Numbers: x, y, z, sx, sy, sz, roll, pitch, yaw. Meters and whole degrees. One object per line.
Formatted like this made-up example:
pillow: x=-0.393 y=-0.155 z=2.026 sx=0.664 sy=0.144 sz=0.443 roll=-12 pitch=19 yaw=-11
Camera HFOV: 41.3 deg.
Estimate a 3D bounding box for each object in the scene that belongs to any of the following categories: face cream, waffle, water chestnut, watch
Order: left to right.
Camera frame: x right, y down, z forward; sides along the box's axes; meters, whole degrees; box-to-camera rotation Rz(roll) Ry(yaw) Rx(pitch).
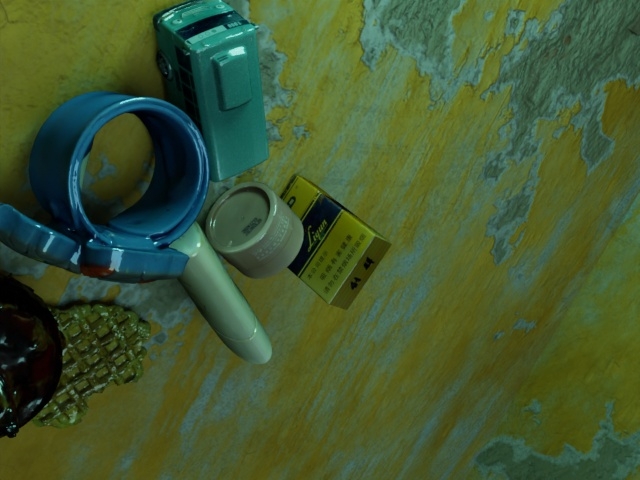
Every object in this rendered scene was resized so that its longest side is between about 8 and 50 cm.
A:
water chestnut: x=-0.505 y=0.180 z=1.229 sx=0.300 sy=0.300 sz=0.300 roll=-24 pitch=133 yaw=-28
waffle: x=-0.432 y=0.223 z=1.502 sx=0.291 sy=0.051 sz=0.291 roll=-25 pitch=134 yaw=-29
watch: x=-0.330 y=-0.089 z=1.251 sx=0.305 sy=0.241 sz=0.274 roll=12 pitch=95 yaw=-48
face cream: x=-0.197 y=0.080 z=1.511 sx=0.081 sy=0.173 sz=0.348 roll=-39 pitch=140 yaw=-12
face cream: x=-0.118 y=-0.018 z=1.524 sx=0.149 sy=0.149 sz=0.104 roll=-47 pitch=139 yaw=-3

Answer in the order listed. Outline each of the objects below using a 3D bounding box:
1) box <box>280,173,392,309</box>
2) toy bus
box: x=0.000 y=0.000 z=1.579 sx=0.070 sy=0.237 sz=0.152 roll=22 pitch=104 yaw=-53
toy bus: x=-0.164 y=-0.233 z=1.323 sx=0.128 sy=0.147 sz=0.256 roll=-28 pitch=136 yaw=-26
